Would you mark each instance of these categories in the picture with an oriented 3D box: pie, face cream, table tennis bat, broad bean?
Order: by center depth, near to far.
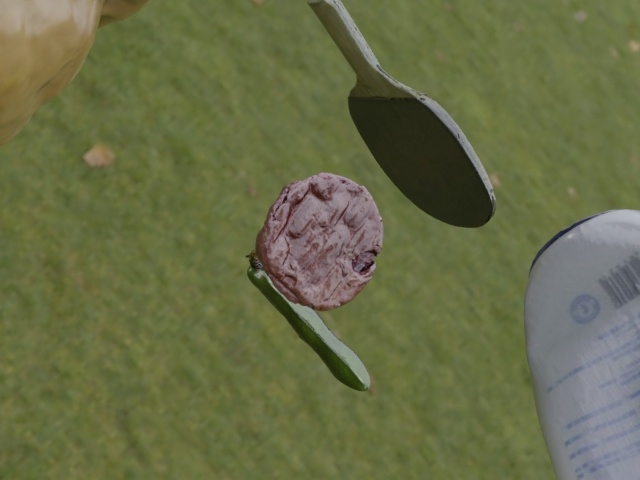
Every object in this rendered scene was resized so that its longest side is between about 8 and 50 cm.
[{"bbox_3d":[0.061,-0.103,1.257,0.138,0.022,0.246,8,-41,55],"label":"table tennis bat"},{"bbox_3d":[0.278,0.114,1.301,0.137,0.234,0.420,44,20,-26],"label":"face cream"},{"bbox_3d":[0.000,0.000,1.569,0.153,0.154,0.038,35,-13,-33],"label":"pie"},{"bbox_3d":[-0.018,0.095,1.804,0.227,0.039,0.069,49,-10,-21],"label":"broad bean"}]

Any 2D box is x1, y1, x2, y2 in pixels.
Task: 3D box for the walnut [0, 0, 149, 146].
[{"bbox_3d":[-0.307,-0.244,1.178,0.383,0.383,0.384,41,22,-21],"label":"walnut"}]
